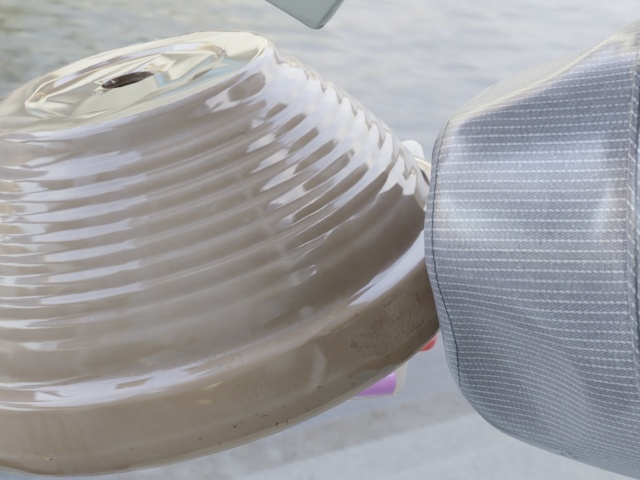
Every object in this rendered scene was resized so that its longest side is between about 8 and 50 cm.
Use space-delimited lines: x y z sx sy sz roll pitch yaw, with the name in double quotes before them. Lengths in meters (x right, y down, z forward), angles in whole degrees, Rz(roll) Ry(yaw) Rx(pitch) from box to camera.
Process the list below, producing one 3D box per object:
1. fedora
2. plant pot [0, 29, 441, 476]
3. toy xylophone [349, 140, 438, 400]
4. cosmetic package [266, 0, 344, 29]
"fedora" 0.117 0.002 0.490 0.124 0.244 0.275 0 -7 26
"plant pot" -0.064 -0.015 0.543 0.237 0.110 0.237 -13 23 6
"toy xylophone" 0.000 0.000 1.107 0.236 0.081 0.323 3 37 -16
"cosmetic package" 0.029 -0.232 0.383 0.129 0.296 0.153 29 28 -19
